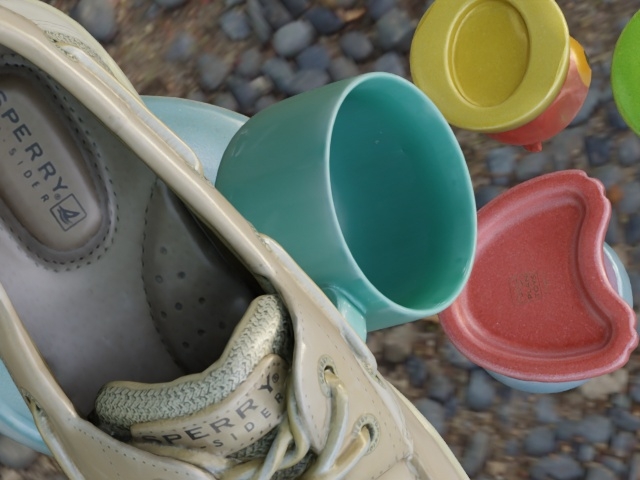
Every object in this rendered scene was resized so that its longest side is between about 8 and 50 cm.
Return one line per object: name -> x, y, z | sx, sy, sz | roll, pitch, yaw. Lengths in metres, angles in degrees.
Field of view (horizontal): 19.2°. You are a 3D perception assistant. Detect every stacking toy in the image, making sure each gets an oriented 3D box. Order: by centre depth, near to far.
stacking toy -> 0.219, -0.041, 1.390 | 0.279, 0.130, 0.309 | -6, 74, 19

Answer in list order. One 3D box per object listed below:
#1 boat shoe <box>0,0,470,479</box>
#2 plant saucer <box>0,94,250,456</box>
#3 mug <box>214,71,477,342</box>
boat shoe -> -0.034, 0.053, 0.583 | 0.109, 0.098, 0.302 | -36, 95, -3
plant saucer -> -0.124, 0.046, 1.288 | 0.317, 0.044, 0.317 | -3, 127, -4
mug -> -0.001, -0.009, 0.976 | 0.158, 0.097, 0.129 | -32, 104, -51
